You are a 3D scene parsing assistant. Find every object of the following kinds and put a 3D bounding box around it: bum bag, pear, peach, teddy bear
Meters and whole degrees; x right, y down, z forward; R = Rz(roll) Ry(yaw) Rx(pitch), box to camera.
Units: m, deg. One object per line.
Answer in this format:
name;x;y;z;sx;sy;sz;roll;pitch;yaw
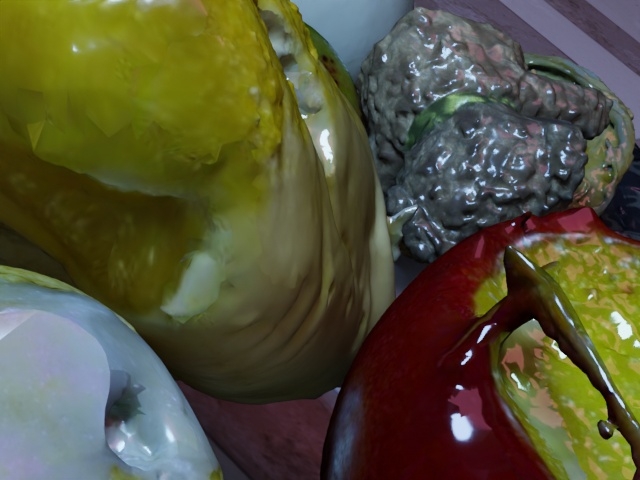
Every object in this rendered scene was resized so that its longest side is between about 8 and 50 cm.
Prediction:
bum bag;0.346;-0.053;1.859;0.144;0.095;0.340;11;29;-11
pear;-0.182;0.139;0.759;0.271;0.271;0.271;26;26;-14
peach;0.166;0.196;0.961;0.335;0.310;0.406;-9;54;-49
teddy bear;0.128;-0.072;1.357;0.296;0.246;0.222;68;6;-77

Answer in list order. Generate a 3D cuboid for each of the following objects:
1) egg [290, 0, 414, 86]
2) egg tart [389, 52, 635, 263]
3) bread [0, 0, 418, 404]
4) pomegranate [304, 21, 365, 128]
egg;-0.072;-0.244;1.493;0.345;0.283;0.283;2;39;-48
egg tart;0.166;-0.069;1.554;0.288;0.118;0.288;-8;46;8
bread;-0.123;-0.078;0.957;0.361;0.250;0.394;24;-10;15
pomegranate;-0.092;-0.096;1.268;0.231;0.231;0.286;7;36;-43
